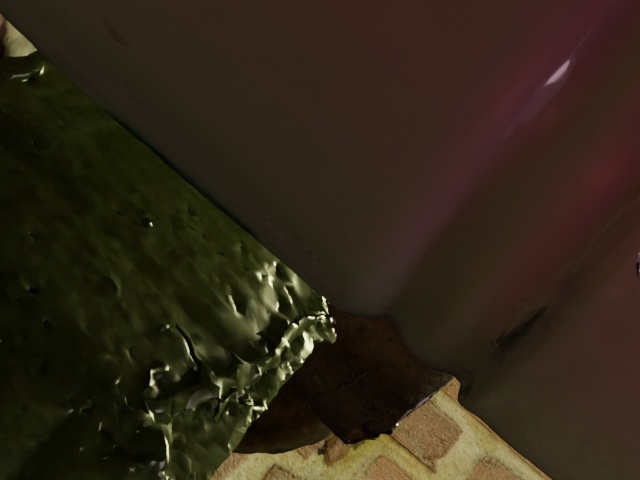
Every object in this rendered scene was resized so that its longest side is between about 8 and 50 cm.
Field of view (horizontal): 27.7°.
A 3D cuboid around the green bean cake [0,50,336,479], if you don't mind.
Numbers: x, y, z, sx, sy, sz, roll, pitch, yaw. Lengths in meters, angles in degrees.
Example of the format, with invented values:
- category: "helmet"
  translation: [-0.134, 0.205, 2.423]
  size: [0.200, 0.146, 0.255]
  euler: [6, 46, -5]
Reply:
- category: "green bean cake"
  translation: [-0.112, 0.023, 0.565]
  size: [0.113, 0.200, 0.214]
  euler: [-42, -177, 31]

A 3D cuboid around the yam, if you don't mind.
- category: "yam"
  translation: [-0.020, 0.025, 0.985]
  size: [0.131, 0.280, 0.131]
  euler: [-39, 170, -8]

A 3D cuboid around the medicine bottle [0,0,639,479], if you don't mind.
- category: "medicine bottle"
  translation: [0.046, -0.081, 0.422]
  size: [0.212, 0.325, 0.212]
  euler: [-50, 174, -8]

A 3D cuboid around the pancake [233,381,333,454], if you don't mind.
- category: "pancake"
  translation: [-0.061, 0.127, 1.559]
  size: [0.294, 0.294, 0.049]
  euler: [-50, 137, 6]
